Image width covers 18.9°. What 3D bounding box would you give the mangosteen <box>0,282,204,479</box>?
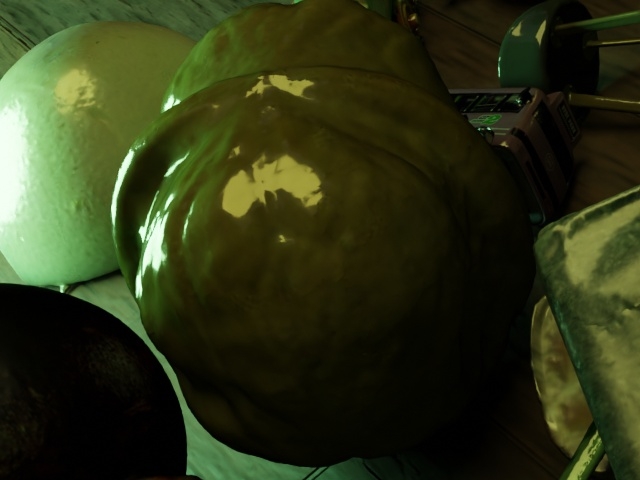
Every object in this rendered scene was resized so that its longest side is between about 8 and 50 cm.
[{"bbox_3d":[-0.191,0.181,1.226,0.275,0.275,0.302,-42,67,-13],"label":"mangosteen"}]

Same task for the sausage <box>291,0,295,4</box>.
[{"bbox_3d":[-0.015,-0.207,1.733,0.026,0.026,0.116,2,46,40],"label":"sausage"}]

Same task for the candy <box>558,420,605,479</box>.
[{"bbox_3d":[0.114,0.176,1.063,0.097,0.097,0.323,16,67,48],"label":"candy"}]

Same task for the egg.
[{"bbox_3d":[-0.181,-0.107,1.620,0.206,0.162,0.271,-4,45,37],"label":"egg"}]

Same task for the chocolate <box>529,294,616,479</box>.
[{"bbox_3d":[0.256,0.064,1.137,0.254,0.080,0.157,-25,47,20],"label":"chocolate"}]

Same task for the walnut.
[{"bbox_3d":[0.001,-0.002,1.251,0.253,0.277,0.282,11,48,30],"label":"walnut"}]

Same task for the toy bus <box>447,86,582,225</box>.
[{"bbox_3d":[0.101,-0.065,1.413,0.178,0.087,0.098,4,42,44],"label":"toy bus"}]

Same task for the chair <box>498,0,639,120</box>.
[{"bbox_3d":[0.246,-0.136,1.391,0.221,0.104,0.095,-1,20,31],"label":"chair"}]

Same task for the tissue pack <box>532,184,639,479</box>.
[{"bbox_3d":[0.264,0.098,0.981,0.228,0.103,0.315,-24,61,12],"label":"tissue pack"}]

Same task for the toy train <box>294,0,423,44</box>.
[{"bbox_3d":[0.032,-0.198,1.598,0.081,0.125,0.194,-16,38,17],"label":"toy train"}]
